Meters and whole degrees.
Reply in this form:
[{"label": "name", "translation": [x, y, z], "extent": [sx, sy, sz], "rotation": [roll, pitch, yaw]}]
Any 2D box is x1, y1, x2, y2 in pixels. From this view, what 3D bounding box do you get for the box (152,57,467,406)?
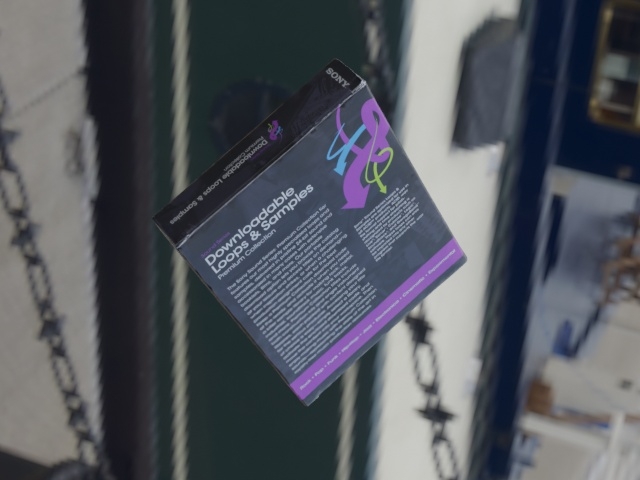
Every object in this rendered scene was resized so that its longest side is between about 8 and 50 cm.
[{"label": "box", "translation": [0.000, 0.000, 0.842], "extent": [0.116, 0.029, 0.162], "rotation": [-41, 142, -6]}]
